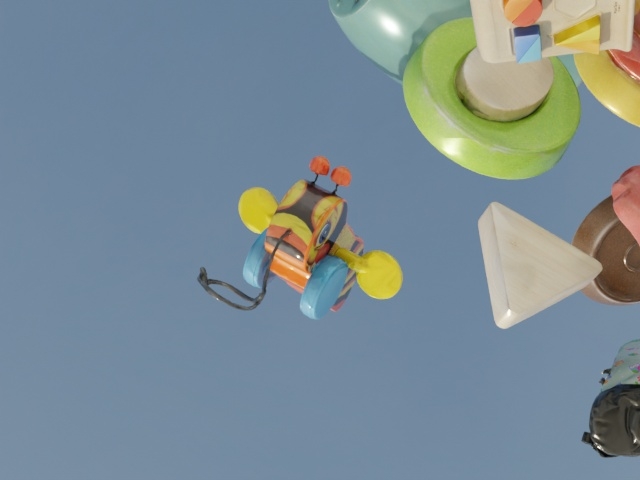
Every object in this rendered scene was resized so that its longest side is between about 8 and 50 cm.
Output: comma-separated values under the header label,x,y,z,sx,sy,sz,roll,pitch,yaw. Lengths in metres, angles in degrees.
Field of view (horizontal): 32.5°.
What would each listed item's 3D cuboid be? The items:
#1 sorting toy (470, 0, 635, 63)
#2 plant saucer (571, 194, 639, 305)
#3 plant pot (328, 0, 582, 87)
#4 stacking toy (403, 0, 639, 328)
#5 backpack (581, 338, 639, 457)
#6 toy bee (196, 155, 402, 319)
label,x,y,z,sx,sy,sz,roll,pitch,yaw
sorting toy,0.087,-0.091,0.414,0.062,0.083,0.012,-1,-114,13
plant saucer,0.390,0.013,1.353,0.168,0.029,0.168,-6,-63,-11
plant pot,0.150,-0.289,1.211,0.235,0.293,0.293,17,-101,-24
stacking toy,0.222,-0.083,0.746,0.279,0.130,0.309,-3,-121,-22
backpack,0.406,0.190,1.321,0.152,0.182,0.115,9,-72,21
toy bee,0.000,0.000,1.156,0.195,0.298,0.162,27,-85,-3
